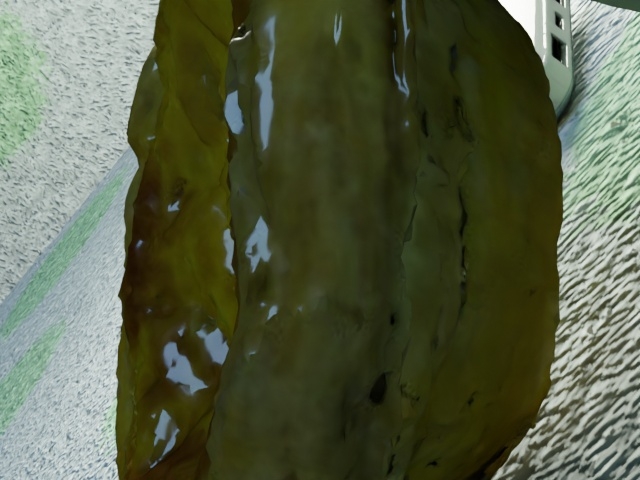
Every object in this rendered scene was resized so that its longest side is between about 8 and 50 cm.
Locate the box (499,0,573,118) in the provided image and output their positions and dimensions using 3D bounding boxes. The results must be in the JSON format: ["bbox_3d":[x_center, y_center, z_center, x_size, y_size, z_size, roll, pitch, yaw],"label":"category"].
[{"bbox_3d":[0.032,-0.021,0.979,0.285,0.044,0.142,-45,16,28],"label":"box"}]

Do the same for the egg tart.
[{"bbox_3d":[0.001,-0.001,0.662,0.341,0.129,0.341,-177,90,-78],"label":"egg tart"}]

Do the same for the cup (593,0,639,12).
[{"bbox_3d":[0.191,-0.326,0.670,0.401,0.310,0.392,-42,21,46],"label":"cup"}]
